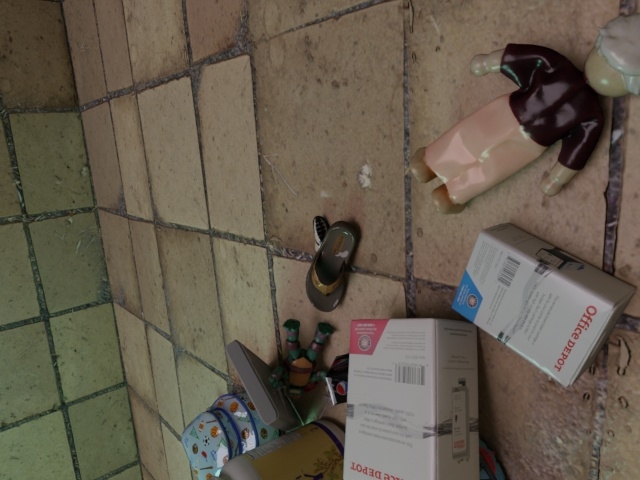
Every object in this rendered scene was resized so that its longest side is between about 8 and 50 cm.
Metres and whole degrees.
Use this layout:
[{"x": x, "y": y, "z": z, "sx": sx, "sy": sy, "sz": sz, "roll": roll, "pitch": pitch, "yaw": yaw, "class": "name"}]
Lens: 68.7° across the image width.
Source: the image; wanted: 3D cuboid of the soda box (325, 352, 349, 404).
[{"x": 0.053, "y": 0.274, "z": 0.951, "sx": 0.053, "sy": 0.169, "sz": 0.060, "roll": -17, "pitch": 86, "yaw": 8, "class": "soda box"}]

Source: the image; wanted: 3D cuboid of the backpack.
[{"x": -0.257, "y": 0.576, "z": 1.372, "sx": 0.263, "sy": 0.213, "sz": 0.276, "roll": -48, "pitch": 63, "yaw": 13, "class": "backpack"}]

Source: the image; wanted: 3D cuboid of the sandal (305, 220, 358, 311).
[{"x": 0.022, "y": 0.064, "z": 0.979, "sx": 0.090, "sy": 0.060, "sz": 0.219, "roll": 22, "pitch": 119, "yaw": 1, "class": "sandal"}]

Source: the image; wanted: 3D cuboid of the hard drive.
[{"x": -0.132, "y": 0.373, "z": 1.167, "sx": 0.203, "sy": 0.040, "sz": 0.307, "roll": 54, "pitch": 172, "yaw": 26, "class": "hard drive"}]

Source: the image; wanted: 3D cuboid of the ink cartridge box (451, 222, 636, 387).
[{"x": 0.298, "y": 0.082, "z": 0.651, "sx": 0.190, "sy": 0.082, "sz": 0.139, "roll": 36, "pitch": 127, "yaw": 38, "class": "ink cartridge box"}]

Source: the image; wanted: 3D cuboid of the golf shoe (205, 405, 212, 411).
[{"x": -0.316, "y": 0.589, "z": 1.579, "sx": 0.198, "sy": 0.077, "sz": 0.094, "roll": 14, "pitch": 101, "yaw": 41, "class": "golf shoe"}]

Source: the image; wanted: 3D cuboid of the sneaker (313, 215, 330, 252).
[{"x": 0.000, "y": 0.000, "z": 1.027, "sx": 0.044, "sy": 0.040, "sz": 0.109, "roll": -12, "pitch": 91, "yaw": 54, "class": "sneaker"}]

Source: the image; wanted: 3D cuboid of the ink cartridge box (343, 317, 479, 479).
[{"x": 0.149, "y": 0.278, "z": 0.794, "sx": 0.207, "sy": 0.117, "sz": 0.283, "roll": -13, "pitch": 69, "yaw": 51, "class": "ink cartridge box"}]

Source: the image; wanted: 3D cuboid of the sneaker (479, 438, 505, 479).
[{"x": 0.255, "y": 0.433, "z": 0.776, "sx": 0.262, "sy": 0.125, "sz": 0.104, "roll": 56, "pitch": 137, "yaw": 23, "class": "sneaker"}]

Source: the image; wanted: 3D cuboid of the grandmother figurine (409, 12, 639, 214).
[{"x": 0.271, "y": -0.161, "z": 0.607, "sx": 0.208, "sy": 0.104, "sz": 0.342, "roll": 49, "pitch": 138, "yaw": -9, "class": "grandmother figurine"}]

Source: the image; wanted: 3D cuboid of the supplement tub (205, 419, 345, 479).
[{"x": -0.084, "y": 0.577, "z": 1.059, "sx": 0.241, "sy": 0.331, "sz": 0.241, "roll": 22, "pitch": 117, "yaw": 51, "class": "supplement tub"}]

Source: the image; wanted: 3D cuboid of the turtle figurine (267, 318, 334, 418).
[{"x": -0.045, "y": 0.304, "z": 1.097, "sx": 0.118, "sy": 0.175, "sz": 0.234, "roll": -144, "pitch": 60, "yaw": -62, "class": "turtle figurine"}]
